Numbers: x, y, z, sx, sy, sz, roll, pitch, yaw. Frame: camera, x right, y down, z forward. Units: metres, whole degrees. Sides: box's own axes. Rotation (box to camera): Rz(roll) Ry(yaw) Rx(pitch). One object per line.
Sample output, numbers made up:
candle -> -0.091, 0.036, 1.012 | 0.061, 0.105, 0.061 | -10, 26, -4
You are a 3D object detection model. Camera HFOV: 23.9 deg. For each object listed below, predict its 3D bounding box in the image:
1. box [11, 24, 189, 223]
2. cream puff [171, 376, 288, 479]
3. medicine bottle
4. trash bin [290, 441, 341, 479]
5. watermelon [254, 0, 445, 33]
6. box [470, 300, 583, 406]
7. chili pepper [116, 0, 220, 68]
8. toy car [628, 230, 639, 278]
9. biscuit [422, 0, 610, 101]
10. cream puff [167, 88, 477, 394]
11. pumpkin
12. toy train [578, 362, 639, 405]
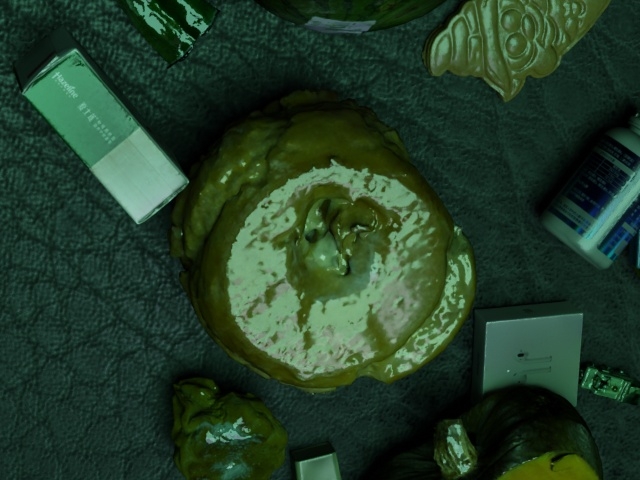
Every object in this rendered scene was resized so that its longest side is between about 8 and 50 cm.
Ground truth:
box -> -0.238, -0.127, 1.639 | 0.081, 0.135, 0.199 | -41, 113, 1
cream puff -> -0.118, 0.227, 1.814 | 0.146, 0.116, 0.146 | -13, 137, -13
medicine bottle -> 0.363, -0.066, 1.845 | 0.107, 0.107, 0.191 | 36, 95, -23
trash bin -> -0.004, 0.307, 1.903 | 0.061, 0.043, 0.092 | -13, 110, -11
watermelon -> 0.038, -0.389, 1.523 | 0.363, 0.363, 0.363 | -5, 109, -14
box -> 0.260, 0.149, 1.919 | 0.129, 0.051, 0.130 | -5, 109, -14
chili pepper -> -0.217, -0.290, 1.634 | 0.088, 0.059, 0.227 | -43, 111, 15
toy car -> 0.519, 0.001, 1.892 | 0.248, 0.142, 0.200 | -9, 111, -11
biscuit -> 0.238, -0.255, 1.790 | 0.250, 0.035, 0.162 | -25, 117, -8
cream puff -> 0.000, 0.000, 1.697 | 0.343, 0.231, 0.327 | 15, 100, -16
pumpkin -> 0.191, 0.307, 1.878 | 0.317, 0.139, 0.222 | -30, 130, 9
toy train -> 0.375, 0.185, 1.963 | 0.083, 0.053, 0.033 | 14, 104, -21
